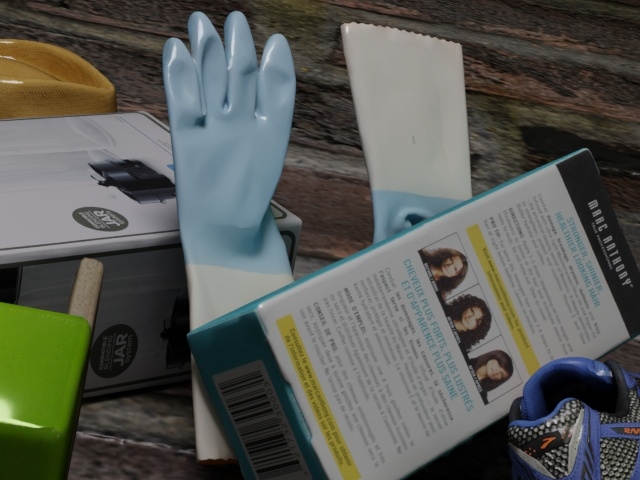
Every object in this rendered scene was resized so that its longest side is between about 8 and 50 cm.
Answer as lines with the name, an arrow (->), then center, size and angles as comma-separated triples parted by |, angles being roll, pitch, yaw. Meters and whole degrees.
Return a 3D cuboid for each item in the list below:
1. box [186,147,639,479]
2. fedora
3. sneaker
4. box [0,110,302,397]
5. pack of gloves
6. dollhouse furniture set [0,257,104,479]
box -> 0.058, 0.041, 0.810 | 0.244, 0.100, 0.060 | -24, 1, -41
fedora -> -0.190, -0.077, 1.051 | 0.194, 0.079, 0.194 | 11, 23, -5
sneaker -> 0.130, 0.087, 0.753 | 0.083, 0.087, 0.221 | -29, 0, 12
box -> -0.175, 0.009, 0.848 | 0.290, 0.087, 0.169 | -7, 29, -37
pack of gloves -> 0.000, 0.000, 0.850 | 0.195, 0.232, 0.046 | 6, -18, -38
dollhouse furniture set -> -0.231, 0.070, 0.539 | 0.302, 0.197, 0.151 | 10, 24, -5
